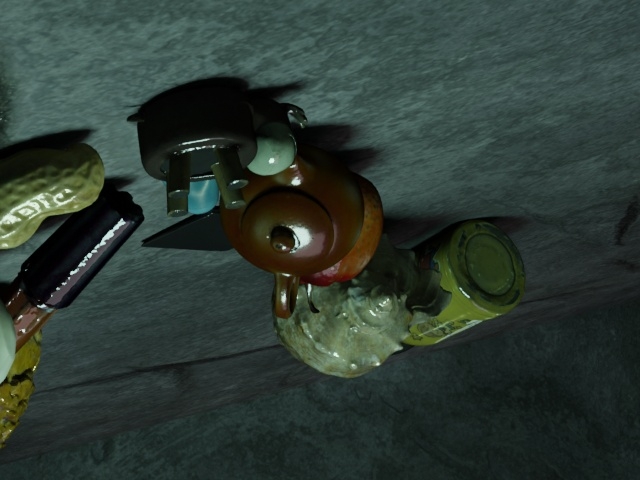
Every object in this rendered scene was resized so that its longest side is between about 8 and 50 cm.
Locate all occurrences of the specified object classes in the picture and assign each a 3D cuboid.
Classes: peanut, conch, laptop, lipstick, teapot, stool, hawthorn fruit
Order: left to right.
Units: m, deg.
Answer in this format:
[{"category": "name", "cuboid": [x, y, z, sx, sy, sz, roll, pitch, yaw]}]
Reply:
[{"category": "peanut", "cuboid": [-0.320, -0.046, 1.706, 0.194, 0.093, 0.083, -17, 154, 6]}, {"category": "lipstick", "cuboid": [-0.368, 0.089, 1.969, 0.418, 0.077, 0.077, -44, 158, 21]}, {"category": "laptop", "cuboid": [-0.143, -0.015, 2.257, 0.135, 0.016, 0.197, -24, 165, 29]}, {"category": "stool", "cuboid": [-0.105, -0.098, 1.725, 0.217, 0.121, 0.125, -1, 158, -38]}, {"category": "teapot", "cuboid": [-0.041, -0.009, 1.969, 0.178, 0.252, 0.135, 9, -149, 7]}, {"category": "hawthorn fruit", "cuboid": [0.000, 0.000, 2.116, 0.157, 0.194, 0.157, 9, -174, -1]}, {"category": "conch", "cuboid": [0.042, 0.077, 2.513, 0.297, 0.210, 0.352, -13, -165, -27]}]

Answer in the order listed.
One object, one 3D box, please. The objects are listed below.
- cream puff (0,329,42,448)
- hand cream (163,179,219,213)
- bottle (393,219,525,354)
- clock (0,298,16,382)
[{"category": "cream puff", "cuboid": [-0.535, 0.216, 2.212, 0.342, 0.231, 0.327, -17, 164, -4]}, {"category": "hand cream", "cuboid": [-0.153, -0.083, 1.904, 0.083, 0.048, 0.224, -15, 162, -1]}, {"category": "bottle", "cuboid": [0.185, 0.102, 2.846, 0.171, 0.172, 0.351, -7, 164, -41]}, {"category": "clock", "cuboid": [-0.551, 0.143, 1.844, 0.325, 0.184, 0.342, -7, -169, 42]}]
